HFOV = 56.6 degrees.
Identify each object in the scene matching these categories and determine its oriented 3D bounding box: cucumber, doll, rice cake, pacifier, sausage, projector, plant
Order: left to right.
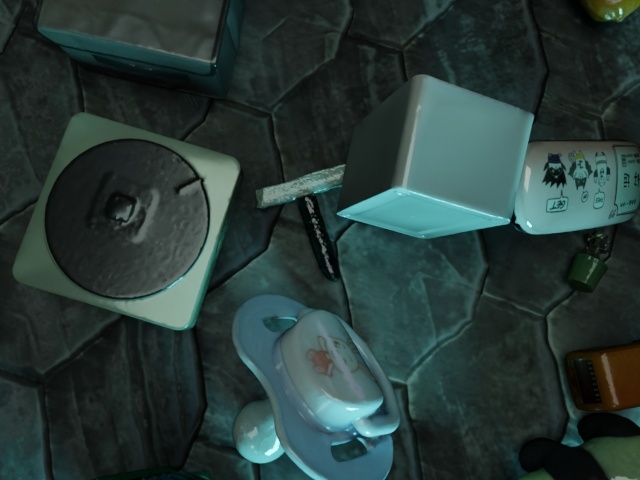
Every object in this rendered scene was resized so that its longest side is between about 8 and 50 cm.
[{"bbox_3d":[-0.268,-0.026,0.854,0.258,0.079,0.257,17,81,2],"label":"projector"},{"bbox_3d":[-0.029,0.211,0.790,0.226,0.238,0.287,-43,63,24],"label":"pacifier"},{"bbox_3d":[-0.017,-0.084,0.896,0.170,0.029,0.033,-17,88,-3],"label":"rice cake"},{"bbox_3d":[0.000,0.000,0.881,0.032,0.032,0.133,-19,83,-4],"label":"cucumber"},{"bbox_3d":[0.352,0.328,0.786,0.234,0.135,0.144,-22,80,-1],"label":"doll"},{"bbox_3d":[0.427,-0.451,0.936,0.098,0.098,0.238,-22,80,-5],"label":"sausage"},{"bbox_3d":[0.402,0.025,0.877,0.051,0.051,0.102,29,76,3],"label":"plant"}]

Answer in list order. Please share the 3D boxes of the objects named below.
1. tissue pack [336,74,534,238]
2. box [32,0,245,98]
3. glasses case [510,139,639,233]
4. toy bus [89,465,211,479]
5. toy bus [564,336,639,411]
[{"bbox_3d":[0.134,-0.092,0.780,0.159,0.246,0.136,15,82,-14],"label":"tissue pack"},{"bbox_3d":[-0.247,-0.334,0.870,0.252,0.153,0.189,10,82,0],"label":"box"},{"bbox_3d":[0.358,-0.078,0.814,0.314,0.075,0.122,-6,101,-37],"label":"glasses case"},{"bbox_3d":[-0.187,0.366,0.668,0.199,0.343,0.184,29,75,12],"label":"toy bus"},{"bbox_3d":[0.556,0.167,0.836,0.408,0.092,0.093,-9,79,-4],"label":"toy bus"}]
